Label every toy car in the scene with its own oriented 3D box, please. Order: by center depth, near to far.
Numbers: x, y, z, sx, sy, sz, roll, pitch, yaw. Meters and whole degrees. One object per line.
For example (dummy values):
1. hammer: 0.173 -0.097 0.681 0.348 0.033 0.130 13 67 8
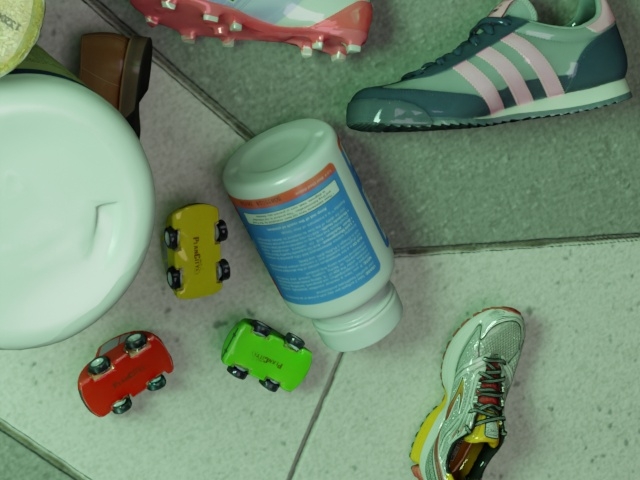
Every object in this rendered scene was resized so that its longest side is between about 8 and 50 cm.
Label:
1. toy car: -0.111 0.092 1.860 0.225 0.053 0.239 26 97 -31

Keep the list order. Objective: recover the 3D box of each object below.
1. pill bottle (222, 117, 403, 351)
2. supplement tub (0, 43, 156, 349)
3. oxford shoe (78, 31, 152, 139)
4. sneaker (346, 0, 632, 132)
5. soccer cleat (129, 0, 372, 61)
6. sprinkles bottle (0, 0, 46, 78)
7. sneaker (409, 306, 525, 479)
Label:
1. pill bottle: 0.000 0.000 1.837 0.124 0.124 0.221 -32 118 -12
2. supplement tub: -0.290 -0.062 1.564 0.228 0.316 0.228 -9 112 -22
3. oxford shoe: -0.211 -0.097 1.746 0.076 0.076 0.212 11 108 3
4. sneaker: 0.165 -0.181 1.874 0.319 0.112 0.131 -10 96 -25
5. soccer cleat: -0.065 -0.234 1.758 0.248 0.083 0.095 8 75 -22
6. sprinkles bottle: -0.323 -0.219 1.468 0.121 0.355 0.121 -9 112 -22
7. sneaker: 0.177 0.179 2.004 0.088 0.093 0.225 11 103 -28
